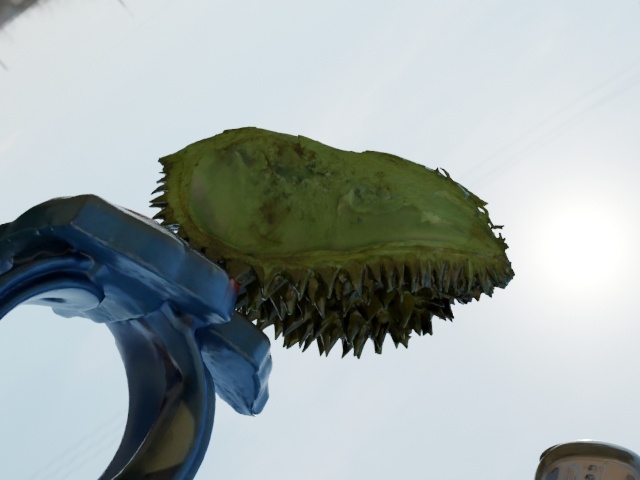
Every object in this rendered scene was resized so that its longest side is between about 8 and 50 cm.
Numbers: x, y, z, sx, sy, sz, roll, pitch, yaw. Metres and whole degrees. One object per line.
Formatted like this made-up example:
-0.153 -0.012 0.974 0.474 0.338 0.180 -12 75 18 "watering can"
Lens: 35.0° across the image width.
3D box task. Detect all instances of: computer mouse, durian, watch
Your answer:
0.221 0.193 0.833 0.096 0.066 0.039 8 -161 -2 "computer mouse"
0.002 0.006 1.029 0.394 0.163 0.198 8 -120 19 "durian"
-0.193 0.136 0.882 0.241 0.305 0.275 -16 -137 50 "watch"
